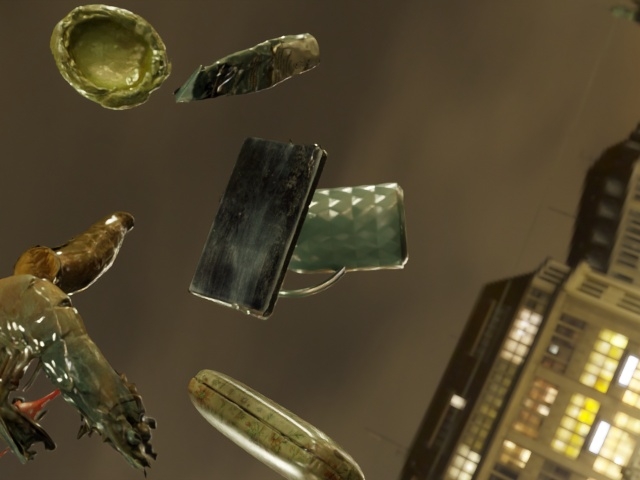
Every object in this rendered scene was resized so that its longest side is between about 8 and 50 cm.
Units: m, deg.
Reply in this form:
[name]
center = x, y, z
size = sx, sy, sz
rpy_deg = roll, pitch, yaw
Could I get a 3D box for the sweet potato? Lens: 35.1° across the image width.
[sweet potato]
center = -0.380, 0.025, 1.599
size = 0.286, 0.085, 0.112
rpy_deg = -33, -28, -57

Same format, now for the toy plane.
[toy plane]
center = -0.559, 0.330, 1.951
size = 0.194, 0.077, 0.126
rpy_deg = -32, 10, 22

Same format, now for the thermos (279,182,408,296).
[thermos]
center = 0.000, 0.000, 1.673
size = 0.145, 0.287, 0.182
rpy_deg = 70, -164, -68

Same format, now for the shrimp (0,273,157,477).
[shrimp]
center = -0.317, 0.180, 1.175
size = 0.178, 0.289, 0.075
rpy_deg = -39, -2, 13

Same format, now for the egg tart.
[egg tart]
center = -0.349, -0.299, 1.661
size = 0.197, 0.197, 0.078
rpy_deg = -51, 9, -30

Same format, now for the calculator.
[calculator]
center = -0.092, -0.026, 1.467
size = 0.021, 0.161, 0.261
rpy_deg = 29, -101, -52

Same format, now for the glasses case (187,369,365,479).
[glasses case]
center = -0.086, 0.337, 1.761
size = 0.098, 0.425, 0.156
rpy_deg = -50, -52, -16

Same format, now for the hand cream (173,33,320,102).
[hand cream]
center = -0.093, -0.244, 1.404
size = 0.248, 0.052, 0.075
rpy_deg = -23, -33, -39
